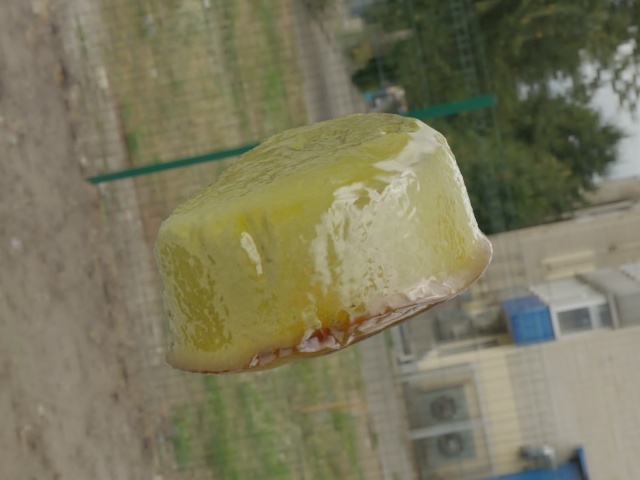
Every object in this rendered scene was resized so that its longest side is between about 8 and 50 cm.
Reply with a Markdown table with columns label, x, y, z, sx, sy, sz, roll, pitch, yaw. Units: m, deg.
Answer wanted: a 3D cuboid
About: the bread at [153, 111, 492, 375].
| label | x | y | z | sx | sy | sz | roll | pitch | yaw |
| --- | --- | --- | --- | --- | --- | --- | --- | --- | --- |
| bread | 0.008 | 0.000 | 0.575 | 0.156 | 0.125 | 0.086 | -41 | 117 | -56 |
